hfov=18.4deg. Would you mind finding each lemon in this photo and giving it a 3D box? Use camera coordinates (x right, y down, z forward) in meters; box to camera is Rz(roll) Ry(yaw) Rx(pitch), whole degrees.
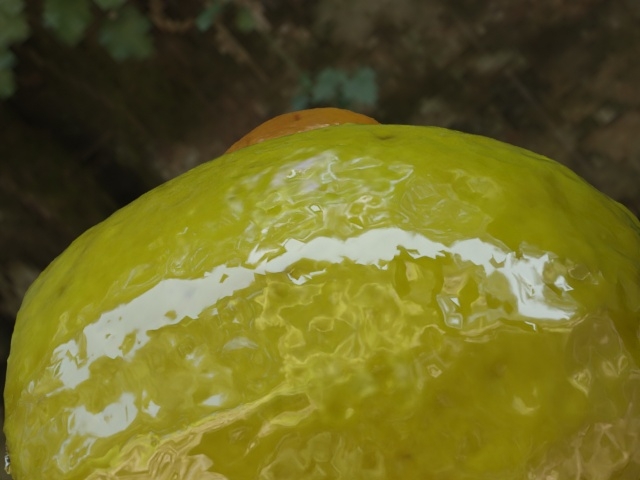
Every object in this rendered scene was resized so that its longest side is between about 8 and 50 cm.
[{"bbox_3d":[0.043,0.101,1.014,0.364,0.364,0.364,-38,16,13],"label":"lemon"}]

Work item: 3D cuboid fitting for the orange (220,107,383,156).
[{"bbox_3d":[0.000,0.000,1.438,0.193,0.193,0.161,-38,-15,13],"label":"orange"}]
